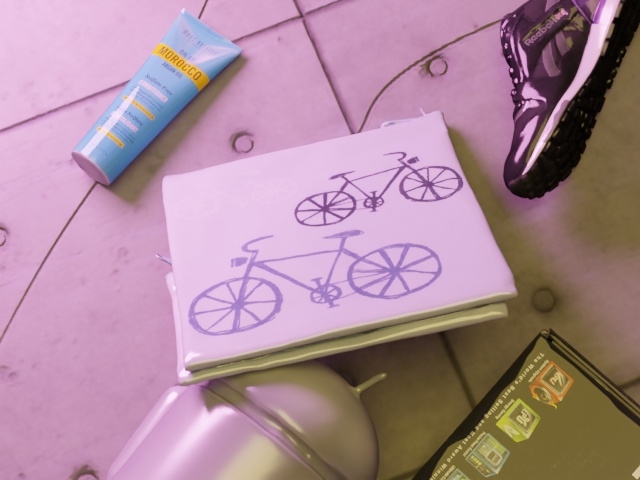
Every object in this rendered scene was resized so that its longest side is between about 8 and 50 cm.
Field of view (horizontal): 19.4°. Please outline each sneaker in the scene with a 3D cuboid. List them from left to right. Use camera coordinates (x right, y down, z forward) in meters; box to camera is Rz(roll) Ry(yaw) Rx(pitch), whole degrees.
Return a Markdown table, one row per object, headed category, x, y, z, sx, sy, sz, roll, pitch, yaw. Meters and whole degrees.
| category | x | y | z | sx | sy | sz | roll | pitch | yaw |
| --- | --- | --- | --- | --- | --- | --- | --- | --- | --- |
| sneaker | 0.233 | -0.175 | 1.952 | 0.124 | 0.107 | 0.283 | 20 | 70 | 22 |

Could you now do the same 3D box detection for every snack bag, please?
| category | x | y | z | sx | sy | sz | roll | pitch | yaw |
| --- | --- | --- | --- | --- | --- | --- | --- | --- | --- |
| snack bag | 0.000 | 0.000 | 1.837 | 0.323 | 0.037 | 0.342 | -14 | 35 | -2 |

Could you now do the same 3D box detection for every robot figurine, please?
| category | x | y | z | sx | sy | sz | roll | pitch | yaw |
| --- | --- | --- | --- | --- | --- | --- | --- | --- | --- |
| robot figurine | -0.082 | 0.243 | 1.765 | 0.300 | 0.200 | 0.353 | 29 | 73 | 40 |

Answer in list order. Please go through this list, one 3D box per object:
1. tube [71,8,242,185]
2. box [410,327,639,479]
| category | x | y | z | sx | sy | sz | roll | pitch | yaw |
| --- | --- | --- | --- | --- | --- | --- | --- | --- | --- |
| tube | -0.177 | -0.149 | 1.971 | 0.080 | 0.052 | 0.207 | 37 | 72 | 5 |
| box | 0.202 | 0.332 | 1.764 | 0.318 | 0.097 | 0.395 | 42 | 87 | 10 |
